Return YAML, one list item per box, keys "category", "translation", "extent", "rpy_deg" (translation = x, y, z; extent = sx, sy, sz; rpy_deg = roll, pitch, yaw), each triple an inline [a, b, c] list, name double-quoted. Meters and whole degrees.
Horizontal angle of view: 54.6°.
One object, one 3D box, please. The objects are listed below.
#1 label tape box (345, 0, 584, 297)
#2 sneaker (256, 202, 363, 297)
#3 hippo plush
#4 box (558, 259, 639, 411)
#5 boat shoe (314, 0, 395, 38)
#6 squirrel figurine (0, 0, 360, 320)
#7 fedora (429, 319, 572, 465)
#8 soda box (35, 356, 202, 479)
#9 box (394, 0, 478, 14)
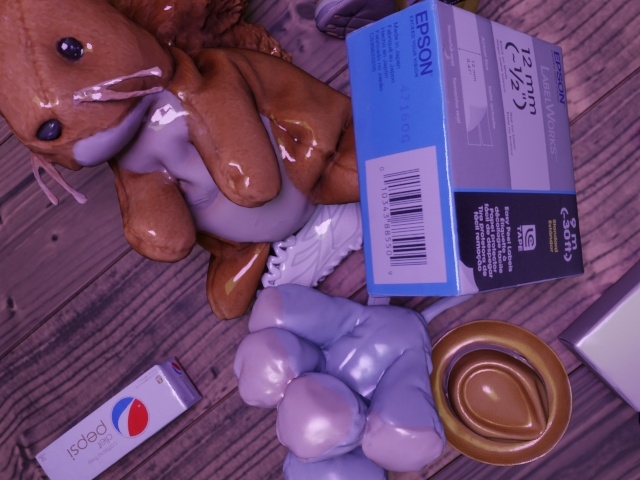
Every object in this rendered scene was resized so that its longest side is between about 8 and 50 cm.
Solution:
- category: "label tape box"
  translation: [0.191, -0.080, 0.650]
  extent: [0.115, 0.347, 0.249]
  rpy_deg: [-7, 87, 49]
- category: "sneaker"
  translation: [0.000, 0.000, 0.796]
  extent: [0.118, 0.110, 0.292]
  rpy_deg: [20, 92, 0]
- category: "hippo plush"
  translation: [0.014, 0.184, 0.711]
  extent: [0.234, 0.294, 0.236]
  rpy_deg: [20, 125, 7]
- category: "box"
  translation: [0.426, 0.064, 0.731]
  extent: [0.275, 0.094, 0.113]
  rpy_deg: [-44, 83, 6]
- category: "boat shoe"
  translation: [0.114, -0.364, 0.733]
  extent: [0.324, 0.123, 0.116]
  rpy_deg: [-20, 75, 33]
- category: "squirrel figurine"
  translation: [-0.166, -0.162, 0.653]
  extent: [0.281, 0.370, 0.397]
  rpy_deg: [-35, 50, 32]
- category: "fedora"
  translation: [0.219, 0.194, 0.766]
  extent: [0.194, 0.079, 0.194]
  rpy_deg: [0, 89, 8]
- category: "soda box"
  translation: [-0.271, 0.252, 0.844]
  extent: [0.216, 0.069, 0.074]
  rpy_deg: [-37, 84, 7]
- category: "box"
  translation: [0.131, -0.271, 0.713]
  extent: [0.087, 0.232, 0.058]
  rpy_deg: [-17, 86, 7]
